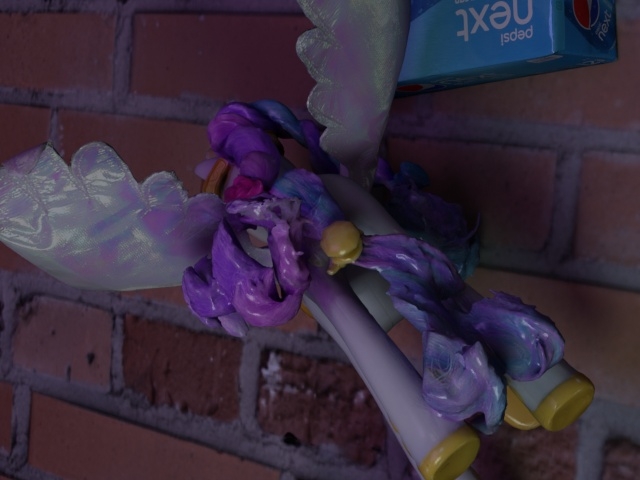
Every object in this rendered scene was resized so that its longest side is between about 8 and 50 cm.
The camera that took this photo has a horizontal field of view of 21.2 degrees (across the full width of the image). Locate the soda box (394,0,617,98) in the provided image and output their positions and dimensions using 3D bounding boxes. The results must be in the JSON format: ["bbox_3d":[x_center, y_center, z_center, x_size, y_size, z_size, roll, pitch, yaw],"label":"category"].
[{"bbox_3d":[0.091,-0.140,1.131,0.210,0.067,0.071,-5,86,46],"label":"soda box"}]

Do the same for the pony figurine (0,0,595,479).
[{"bbox_3d":[0.000,0.000,1.054,0.303,0.351,0.363,-39,64,-6],"label":"pony figurine"}]
